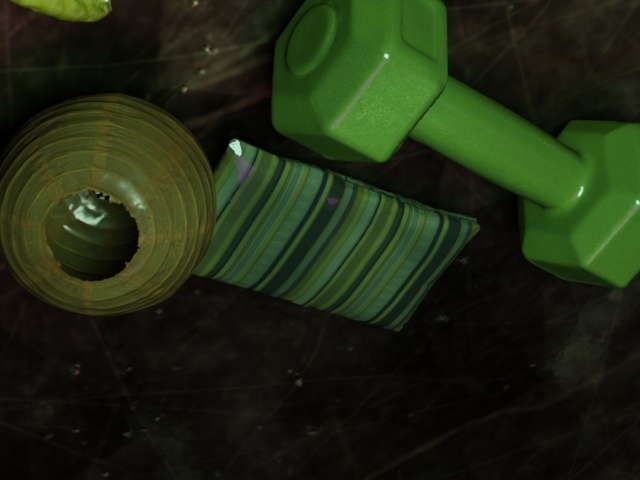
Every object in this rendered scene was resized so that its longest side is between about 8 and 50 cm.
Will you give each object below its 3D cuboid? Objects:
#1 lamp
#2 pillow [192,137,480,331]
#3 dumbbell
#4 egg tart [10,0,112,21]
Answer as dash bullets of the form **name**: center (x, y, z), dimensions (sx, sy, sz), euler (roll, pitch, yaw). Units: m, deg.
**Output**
- **lamp**: center (-0.128, -0.021, 0.851), dimensions (0.136, 0.136, 0.136), euler (-10, 129, -13)
- **pillow**: center (0.000, 0.000, 0.975), dimensions (0.203, 0.038, 0.113), euler (18, 121, -30)
- **dumbbell**: center (0.106, -0.065, 0.919), dimensions (0.302, 0.121, 0.108), euler (26, 142, -33)
- **egg tart**: center (-0.162, -0.209, 0.673), dimensions (0.202, 0.202, 0.147), euler (22, 101, -33)
